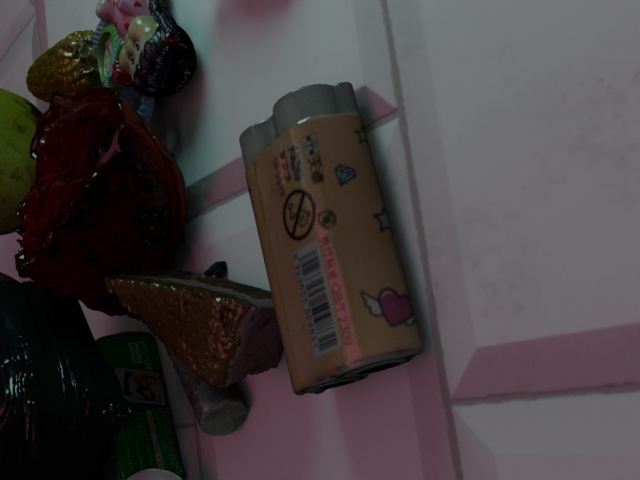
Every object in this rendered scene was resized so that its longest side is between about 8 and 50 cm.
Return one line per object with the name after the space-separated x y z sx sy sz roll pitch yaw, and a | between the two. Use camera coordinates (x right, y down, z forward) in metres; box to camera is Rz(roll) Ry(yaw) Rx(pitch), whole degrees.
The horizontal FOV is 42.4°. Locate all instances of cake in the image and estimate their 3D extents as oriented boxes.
-0.155 0.091 1.018 0.295 0.116 0.113 18 104 44 | cake

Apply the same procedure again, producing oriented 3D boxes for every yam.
-0.154 0.169 1.076 0.169 0.068 0.068 56 132 35 | yam

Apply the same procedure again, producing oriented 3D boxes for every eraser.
0.000 0.000 0.856 0.171 0.087 0.291 -31 66 46 | eraser

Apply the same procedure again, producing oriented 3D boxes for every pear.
-0.622 -0.146 1.545 0.283 0.283 0.284 1 91 53 | pear

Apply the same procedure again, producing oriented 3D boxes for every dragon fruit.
-0.289 -0.094 1.206 0.286 0.228 0.329 -54 35 17 | dragon fruit

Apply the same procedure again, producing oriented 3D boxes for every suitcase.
-0.424 0.257 1.191 0.339 0.188 0.345 52 131 45 | suitcase

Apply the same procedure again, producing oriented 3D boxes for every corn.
-0.429 -0.285 1.408 0.305 0.106 0.106 -1 89 56 | corn

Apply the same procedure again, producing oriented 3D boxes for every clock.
-0.255 -0.267 1.184 0.195 0.100 0.194 62 139 35 | clock

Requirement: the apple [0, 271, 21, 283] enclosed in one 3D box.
-0.672 0.243 1.510 0.374 0.383 0.374 161 90 -83 | apple

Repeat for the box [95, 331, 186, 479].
-0.302 0.279 1.245 0.180 0.103 0.250 -40 61 46 | box

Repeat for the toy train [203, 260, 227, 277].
-0.152 0.051 1.112 0.083 0.017 0.017 -39 68 46 | toy train

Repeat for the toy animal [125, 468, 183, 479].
-0.208 0.417 1.138 0.104 0.130 0.221 -88 0 -45 | toy animal
